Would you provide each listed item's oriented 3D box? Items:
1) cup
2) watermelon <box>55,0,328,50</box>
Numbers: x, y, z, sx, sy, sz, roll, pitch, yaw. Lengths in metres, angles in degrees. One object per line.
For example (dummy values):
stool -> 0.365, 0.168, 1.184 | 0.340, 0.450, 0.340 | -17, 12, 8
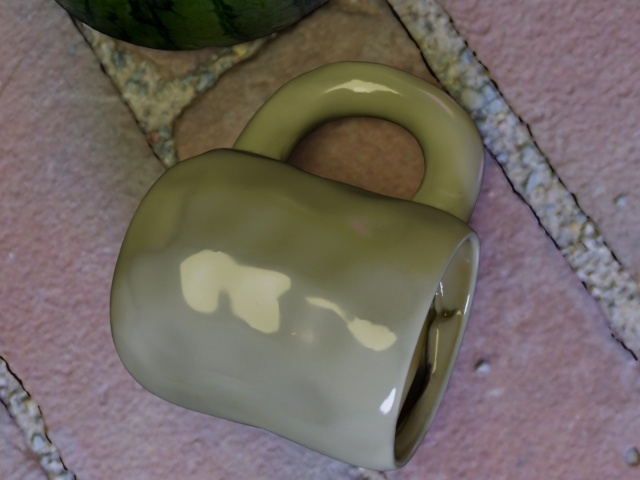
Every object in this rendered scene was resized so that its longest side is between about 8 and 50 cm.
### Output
cup -> -0.006, 0.001, 1.117 | 0.202, 0.173, 0.255 | 18, 93, 15
watermelon -> -0.111, -0.304, 1.169 | 0.331, 0.189, 0.330 | -3, 80, 15
